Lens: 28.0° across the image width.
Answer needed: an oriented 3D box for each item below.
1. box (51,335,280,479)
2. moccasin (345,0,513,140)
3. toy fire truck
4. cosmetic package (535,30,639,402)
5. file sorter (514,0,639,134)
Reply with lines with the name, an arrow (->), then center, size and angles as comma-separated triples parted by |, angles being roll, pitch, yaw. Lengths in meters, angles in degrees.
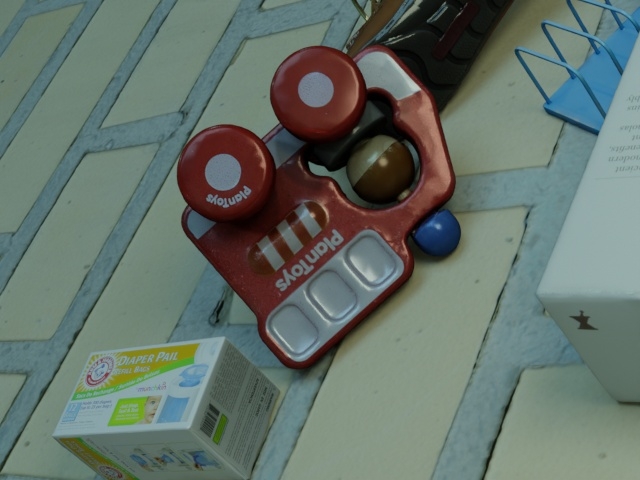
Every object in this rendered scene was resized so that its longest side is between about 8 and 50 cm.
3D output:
box -> -0.163, 0.181, 1.346 | 0.203, 0.103, 0.114 | -10, 46, 36
moccasin -> 0.117, -0.262, 1.510 | 0.380, 0.139, 0.147 | -57, 23, 9
toy fire truck -> 0.010, -0.045, 1.354 | 0.302, 0.254, 0.169 | -40, -8, -1
cosmetic package -> 0.380, -0.088, 1.080 | 0.230, 0.161, 0.453 | -1, 51, 42
file sorter -> 0.306, -0.210, 1.328 | 0.170, 0.104, 0.118 | -45, 36, -6
